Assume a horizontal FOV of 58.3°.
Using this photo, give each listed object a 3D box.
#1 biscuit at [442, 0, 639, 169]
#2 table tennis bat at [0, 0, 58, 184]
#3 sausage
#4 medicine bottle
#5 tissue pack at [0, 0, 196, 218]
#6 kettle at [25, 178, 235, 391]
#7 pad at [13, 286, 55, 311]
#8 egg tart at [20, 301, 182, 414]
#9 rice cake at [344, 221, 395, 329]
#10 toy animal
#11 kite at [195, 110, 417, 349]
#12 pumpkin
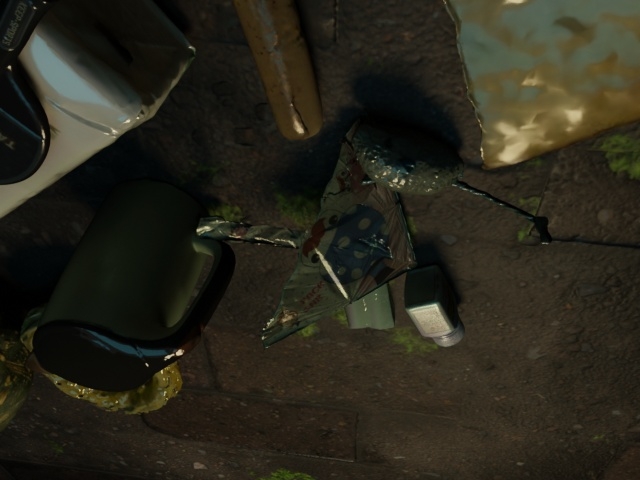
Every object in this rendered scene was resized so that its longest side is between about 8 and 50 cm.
[{"bbox_3d":[0.251,-0.295,0.390,0.446,0.104,0.429,-18,119,28],"label":"biscuit"},{"bbox_3d":[-0.273,-0.126,0.455,0.236,0.027,0.150,-31,121,35],"label":"table tennis bat"},{"bbox_3d":[-0.057,-0.227,0.557,0.065,0.066,0.301,-7,134,17],"label":"sausage"},{"bbox_3d":[0.167,0.101,0.833,0.055,0.074,0.118,-16,129,23],"label":"medicine bottle"},{"bbox_3d":[-0.347,-0.173,0.574,0.356,0.194,0.266,-23,126,28],"label":"tissue pack"},{"bbox_3d":[-0.225,0.055,0.737,0.240,0.255,0.165,-7,130,17],"label":"kettle"},{"bbox_3d":[-0.471,0.141,1.048,0.112,0.003,0.157,-11,131,20],"label":"pad"},{"bbox_3d":[-0.367,0.185,0.989,0.288,0.118,0.288,6,136,5],"label":"egg tart"},{"bbox_3d":[0.060,0.053,0.830,0.080,0.042,0.222,-6,133,10],"label":"rice cake"},{"bbox_3d":[0.148,-0.068,0.665,0.253,0.079,0.070,24,156,-11],"label":"toy animal"},{"bbox_3d":[0.000,0.000,0.713,0.314,0.011,0.335,12,110,-29],"label":"kite"},{"bbox_3d":[-0.642,0.221,0.982,0.291,0.257,0.327,46,134,-15],"label":"pumpkin"}]
